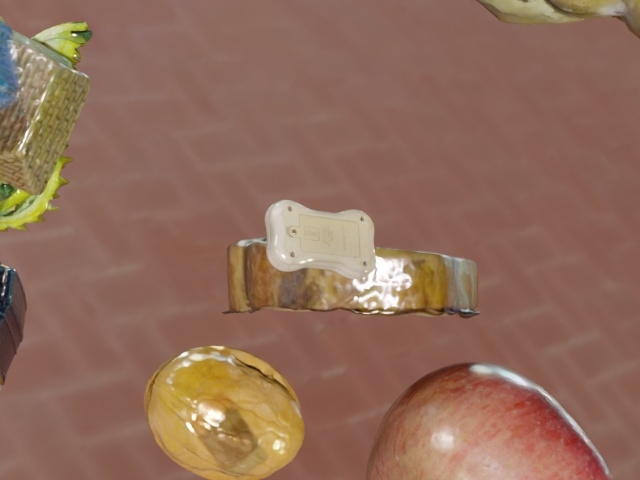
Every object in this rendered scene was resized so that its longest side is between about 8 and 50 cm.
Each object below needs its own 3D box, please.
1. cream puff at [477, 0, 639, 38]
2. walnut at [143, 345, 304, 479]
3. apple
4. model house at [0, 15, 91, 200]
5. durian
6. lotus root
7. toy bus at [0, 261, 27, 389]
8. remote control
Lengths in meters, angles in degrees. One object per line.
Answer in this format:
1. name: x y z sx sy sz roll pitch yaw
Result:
1. cream puff: 0.197 -0.273 0.917 0.324 0.291 0.257 14 24 24
2. walnut: -0.114 0.209 1.910 0.206 0.159 0.159 23 35 -19
3. apple: 0.214 0.330 2.068 0.269 0.345 0.345 -32 71 -15
4. model house: -0.346 -0.134 1.524 0.214 0.195 0.189 29 -4 -24
5. durian: -0.355 -0.084 1.776 0.132 0.375 0.107 19 29 -35
6. lotus root: 0.051 0.059 2.221 0.374 0.390 0.111 6 85 -27
7. toy bus: -0.533 0.086 1.956 0.323 0.162 0.194 18 66 4
8. remote control: 0.000 0.000 1.613 0.122 0.032 0.074 8 68 -28
